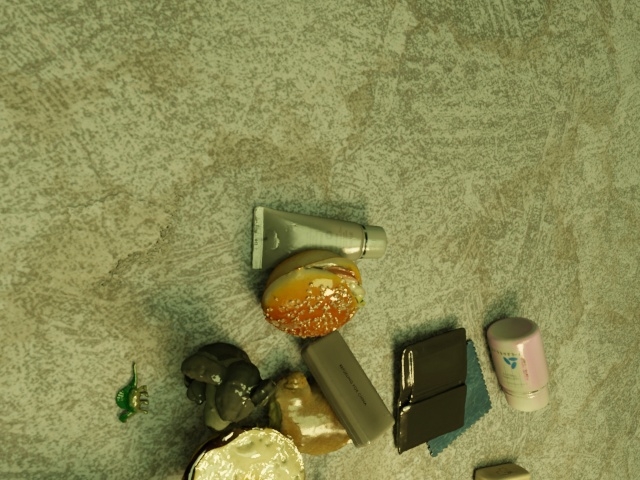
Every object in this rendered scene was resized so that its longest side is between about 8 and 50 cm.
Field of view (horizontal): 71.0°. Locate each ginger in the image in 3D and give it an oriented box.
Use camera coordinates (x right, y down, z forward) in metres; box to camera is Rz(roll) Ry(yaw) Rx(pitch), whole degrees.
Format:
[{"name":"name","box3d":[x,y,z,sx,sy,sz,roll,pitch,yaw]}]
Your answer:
[{"name":"ginger","box3d":[-0.009,0.383,1.043,0.276,0.130,0.221,-38,104,-24]}]

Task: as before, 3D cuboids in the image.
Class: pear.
[{"name":"pear","box3d":[-0.180,0.481,0.925,0.267,0.178,0.266,1,89,-32]}]

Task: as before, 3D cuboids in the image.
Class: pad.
[{"name":"pad","box3d":[0.390,0.466,1.326,0.270,0.012,0.268,-29,108,-23]}]

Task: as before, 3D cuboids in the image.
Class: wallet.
[{"name":"wallet","box3d":[0.312,0.416,1.250,0.247,0.041,0.322,-8,102,-26]}]

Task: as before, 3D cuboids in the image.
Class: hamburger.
[{"name":"hamburger","box3d":[-0.018,0.119,0.972,0.237,0.147,0.236,-13,134,-14]}]

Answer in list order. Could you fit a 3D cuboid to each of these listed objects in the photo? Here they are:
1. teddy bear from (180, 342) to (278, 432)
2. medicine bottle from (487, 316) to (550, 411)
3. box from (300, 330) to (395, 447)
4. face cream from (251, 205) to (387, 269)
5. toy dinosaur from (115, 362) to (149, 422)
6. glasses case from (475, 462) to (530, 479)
[{"name":"teddy bear","box3d":[-0.202,0.283,0.881,0.171,0.251,0.144,31,79,-12]},{"name":"medicine bottle","box3d":[0.600,0.372,1.351,0.152,0.152,0.254,-24,106,-24]},{"name":"box","box3d":[0.058,0.325,0.998,0.103,0.055,0.243,-21,71,-38]},{"name":"face cream","box3d":[0.000,0.000,1.037,0.315,0.089,0.143,2,95,-20]},{"name":"toy dinosaur","box3d":[-0.378,0.307,0.897,0.061,0.029,0.119,-4,97,-16]},{"name":"glasses case","box3d":[0.573,0.748,1.411,0.197,0.083,0.050,7,92,-30]}]
